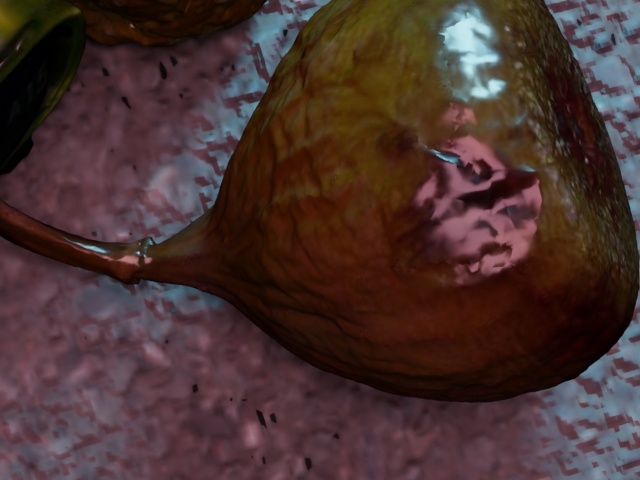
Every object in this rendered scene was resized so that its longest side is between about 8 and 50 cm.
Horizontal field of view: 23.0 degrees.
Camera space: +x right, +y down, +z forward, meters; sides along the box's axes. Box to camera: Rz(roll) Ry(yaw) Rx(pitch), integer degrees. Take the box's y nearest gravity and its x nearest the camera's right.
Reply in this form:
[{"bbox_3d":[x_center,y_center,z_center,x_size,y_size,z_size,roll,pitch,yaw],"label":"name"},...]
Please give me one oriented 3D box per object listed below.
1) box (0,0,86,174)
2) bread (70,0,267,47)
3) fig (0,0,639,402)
[{"bbox_3d":[-0.250,-0.121,0.514,0.345,0.097,0.134,37,77,1],"label":"box"},{"bbox_3d":[-0.058,-0.143,0.502,0.103,0.172,0.132,-12,80,-8],"label":"bread"},{"bbox_3d":[0.000,0.000,0.523,0.201,0.134,0.146,-22,53,11],"label":"fig"}]
